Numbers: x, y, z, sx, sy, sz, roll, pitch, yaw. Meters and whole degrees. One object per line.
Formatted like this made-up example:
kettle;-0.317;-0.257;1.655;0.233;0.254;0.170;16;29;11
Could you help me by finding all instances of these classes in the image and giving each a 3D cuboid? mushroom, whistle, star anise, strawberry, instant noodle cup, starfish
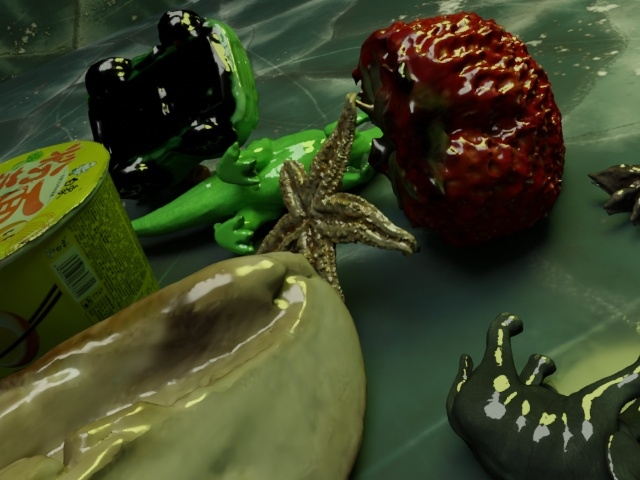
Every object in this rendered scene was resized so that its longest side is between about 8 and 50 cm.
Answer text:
mushroom;-0.145;0.175;0.516;0.313;0.224;0.397;-19;17;40
whistle;-0.280;-0.143;1.119;0.220;0.057;0.107;22;68;41
star anise;0.362;-0.050;0.629;0.124;0.056;0.129;-15;35;10
strawberry;0.173;-0.133;0.679;0.257;0.261;0.261;-19;34;-1
instant noodle cup;-0.353;0.049;0.749;0.311;0.221;0.311;-15;34;10
starfish;-0.004;0.000;0.661;0.048;0.295;0.231;1;46;-45

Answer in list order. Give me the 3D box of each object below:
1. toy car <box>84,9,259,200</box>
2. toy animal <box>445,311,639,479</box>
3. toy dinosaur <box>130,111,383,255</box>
toy car;-0.243;-0.191;0.953;0.358;0.213;0.176;-22;-12;27
toy animal;0.211;0.145;0.431;0.269;0.082;0.137;23;57;41
toy dinosaur;-0.089;-0.115;0.938;0.500;0.144;0.374;-2;24;41
